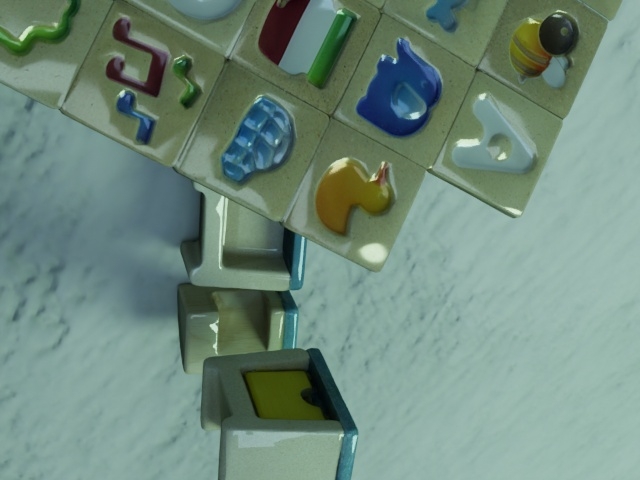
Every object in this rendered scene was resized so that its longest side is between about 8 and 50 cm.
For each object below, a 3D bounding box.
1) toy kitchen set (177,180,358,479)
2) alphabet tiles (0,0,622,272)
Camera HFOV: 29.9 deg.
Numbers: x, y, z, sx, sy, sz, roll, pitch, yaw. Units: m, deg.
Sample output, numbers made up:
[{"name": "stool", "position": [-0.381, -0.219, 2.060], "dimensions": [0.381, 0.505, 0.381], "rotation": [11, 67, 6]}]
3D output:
[{"name": "toy kitchen set", "position": [0.000, 0.000, 0.616], "dimensions": [0.122, 0.166, 0.207], "rotation": [-2, 115, -15]}, {"name": "alphabet tiles", "position": [-0.007, -0.160, 0.561], "dimensions": [0.342, 0.011, 0.285], "rotation": [27, 84, -19]}]
